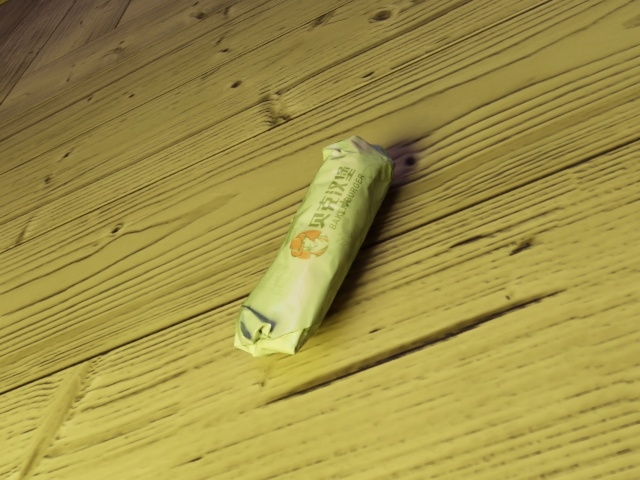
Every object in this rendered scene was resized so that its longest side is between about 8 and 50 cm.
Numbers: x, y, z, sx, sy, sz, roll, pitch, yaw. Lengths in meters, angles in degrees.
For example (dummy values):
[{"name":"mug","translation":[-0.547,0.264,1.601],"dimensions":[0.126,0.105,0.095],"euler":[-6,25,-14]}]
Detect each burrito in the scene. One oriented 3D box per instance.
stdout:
[{"name":"burrito","translation":[0.000,0.001,0.466],"dimensions":[0.064,0.064,0.203],"euler":[-3,46,35]}]
